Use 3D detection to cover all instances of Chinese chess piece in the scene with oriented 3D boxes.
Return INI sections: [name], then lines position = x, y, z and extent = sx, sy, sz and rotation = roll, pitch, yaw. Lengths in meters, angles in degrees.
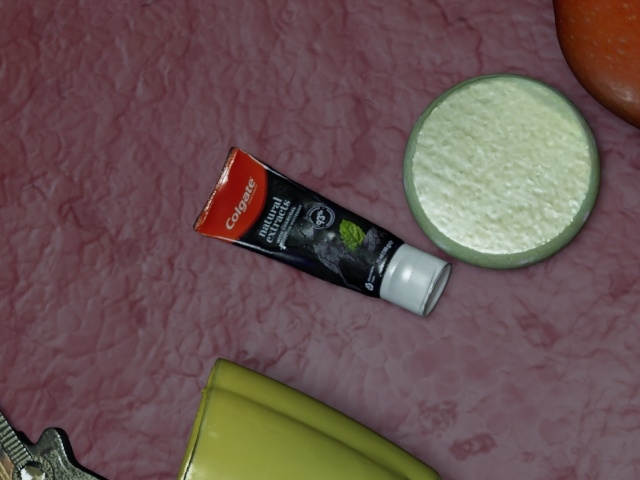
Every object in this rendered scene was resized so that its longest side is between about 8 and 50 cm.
[Chinese chess piece]
position = 0.132, -0.050, 1.186
extent = 0.144, 0.058, 0.144
rotation = -1, 83, 5

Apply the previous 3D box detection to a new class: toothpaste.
[toothpaste]
position = 0.000, 0.000, 1.206
extent = 0.193, 0.045, 0.071
rotation = 26, 87, 16

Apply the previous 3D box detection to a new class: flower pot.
[flower pot]
position = -0.019, 0.199, 1.116
extent = 0.179, 0.195, 0.195
rotation = 18, 85, -2

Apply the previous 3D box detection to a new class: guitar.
[guitar]
position = -0.235, 0.146, 1.224
extent = 0.088, 0.025, 0.233
rotation = -36, 79, 2

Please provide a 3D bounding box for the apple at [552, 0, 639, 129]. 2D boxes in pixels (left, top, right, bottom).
[apple]
position = 0.269, -0.186, 1.087
extent = 0.216, 0.260, 0.260
rotation = 9, 84, 33
